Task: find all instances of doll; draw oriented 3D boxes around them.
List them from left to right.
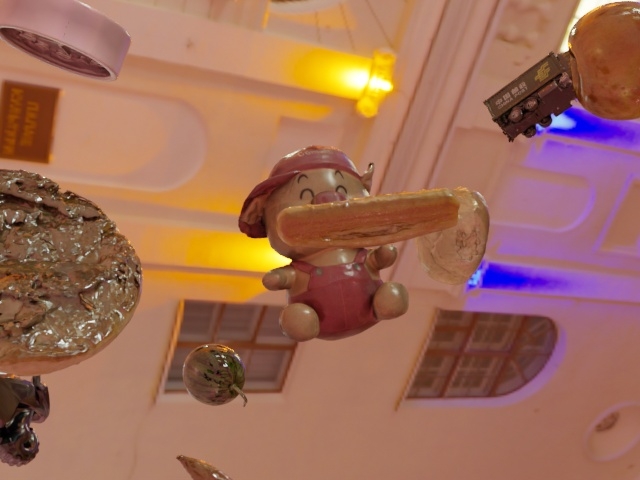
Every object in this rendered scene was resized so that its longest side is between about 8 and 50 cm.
[{"bbox_3d":[0.002,-0.001,1.022,0.152,0.196,0.255,-27,-109,46],"label":"doll"}]

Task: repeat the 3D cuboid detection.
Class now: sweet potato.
[{"bbox_3d":[-0.162,0.427,1.329,0.068,0.206,0.060,-47,-179,-14],"label":"sweet potato"}]

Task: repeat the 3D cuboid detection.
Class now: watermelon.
[{"bbox_3d":[-0.228,0.312,1.807,0.187,0.141,0.140,20,-76,39],"label":"watermelon"}]

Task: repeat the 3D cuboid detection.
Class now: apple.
[{"bbox_3d":[0.596,-0.349,1.541,0.237,0.208,0.236,-12,90,-80],"label":"apple"}]

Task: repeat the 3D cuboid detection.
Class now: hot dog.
[{"bbox_3d":[0.035,-0.015,0.594,0.028,0.137,0.044,-110,-168,-60],"label":"hot dog"}]

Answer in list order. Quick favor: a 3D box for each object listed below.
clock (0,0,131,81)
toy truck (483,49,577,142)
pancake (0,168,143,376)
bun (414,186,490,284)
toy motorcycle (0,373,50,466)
[{"bbox_3d":[-0.396,-0.315,1.217,0.197,0.197,0.068,7,-103,62],"label":"clock"},{"bbox_3d":[0.509,-0.334,1.784,0.259,0.088,0.121,-35,-139,22],"label":"toy truck"},{"bbox_3d":[-0.432,0.028,1.048,0.382,0.383,0.071,-116,-145,-45],"label":"pancake"},{"bbox_3d":[0.282,-0.018,1.736,0.220,0.134,0.220,-169,-90,-83],"label":"bun"},{"bbox_3d":[-0.540,0.238,1.286,0.106,0.270,0.159,-36,-171,26],"label":"toy motorcycle"}]
